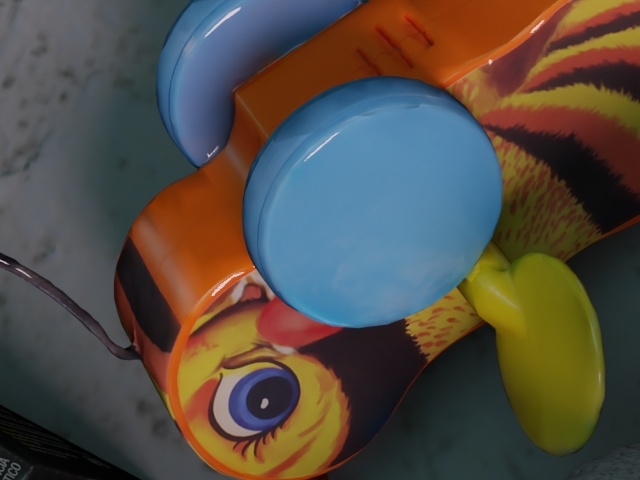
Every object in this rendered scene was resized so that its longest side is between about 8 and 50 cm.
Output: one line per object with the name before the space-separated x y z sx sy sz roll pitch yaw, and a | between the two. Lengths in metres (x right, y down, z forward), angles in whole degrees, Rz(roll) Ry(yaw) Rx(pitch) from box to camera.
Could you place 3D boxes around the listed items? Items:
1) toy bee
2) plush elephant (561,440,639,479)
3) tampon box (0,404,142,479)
toy bee | 0.000 0.000 0.583 0.298 0.162 0.195 -12 40 8
plush elephant | 0.110 0.159 0.459 0.330 0.272 0.255 36 49 -8
tampon box | -0.157 0.093 0.621 0.161 0.101 0.120 24 85 22
